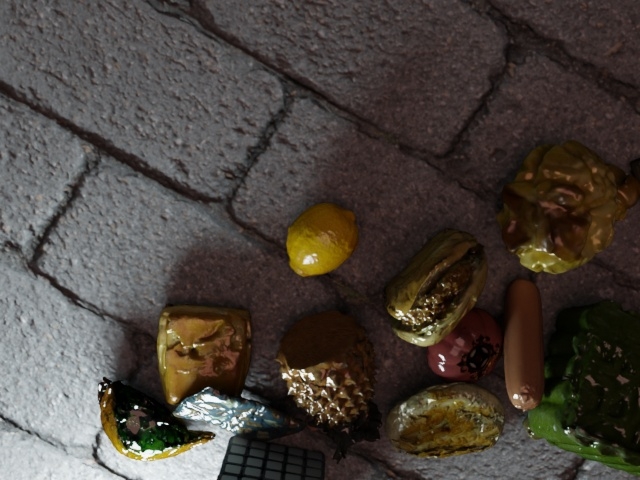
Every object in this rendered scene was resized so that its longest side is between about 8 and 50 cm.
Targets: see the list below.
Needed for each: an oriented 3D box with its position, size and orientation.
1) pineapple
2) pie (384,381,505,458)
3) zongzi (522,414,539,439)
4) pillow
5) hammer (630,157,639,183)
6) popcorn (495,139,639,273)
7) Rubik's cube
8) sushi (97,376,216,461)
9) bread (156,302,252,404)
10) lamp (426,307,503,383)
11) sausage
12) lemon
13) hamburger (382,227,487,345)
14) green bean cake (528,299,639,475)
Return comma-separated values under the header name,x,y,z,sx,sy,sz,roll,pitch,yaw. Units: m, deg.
name,x,y,z,sx,sy,sz,roll,pitch,yaw
pineapple,0.041,0.342,1.774,0.223,0.223,0.357,-16,120,3
pie,0.277,0.407,1.795,0.274,0.055,0.274,-1,132,-1
zongzi,0.515,0.350,1.827,0.160,0.078,0.176,-22,93,-3
pillow,-0.176,0.384,1.765,0.255,0.034,0.189,26,143,-23
hammer,0.766,0.025,1.781,0.168,0.044,0.440,-19,100,2
popcorn,0.509,-0.082,1.681,0.332,0.225,0.265,-27,113,-17
Rubik's cube,-0.122,0.602,1.796,0.238,0.237,0.237,10,102,-3
sushi,-0.384,0.417,1.797,0.287,0.149,0.140,32,115,-5
bread,-0.259,0.260,1.796,0.210,0.099,0.235,4,101,-1
lamp,0.312,0.228,1.773,0.182,0.140,0.182,-11,118,-22
sausage,0.434,0.217,1.726,0.086,0.086,0.289,7,65,-2
lemon,0.000,0.000,1.726,0.142,0.142,0.187,39,109,-7
hamburger,0.241,0.096,1.670,0.259,0.283,0.144,-44,90,12
green bean cake,0.633,0.311,1.703,0.335,0.218,0.319,22,76,-10
